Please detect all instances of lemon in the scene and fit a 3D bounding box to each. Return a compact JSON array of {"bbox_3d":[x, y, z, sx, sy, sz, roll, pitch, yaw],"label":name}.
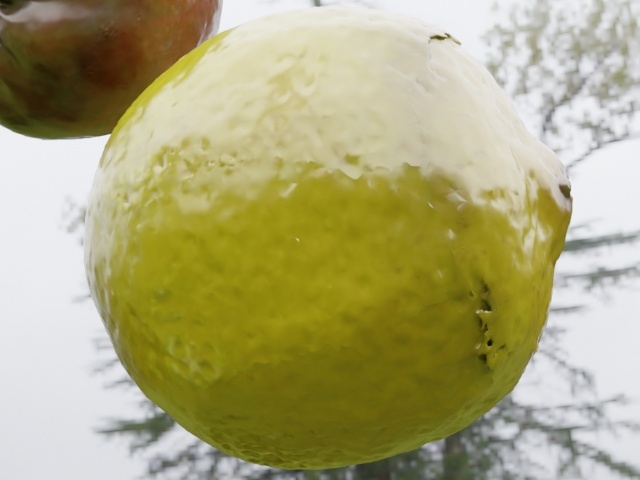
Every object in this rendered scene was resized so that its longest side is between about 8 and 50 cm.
[{"bbox_3d":[0.001,-0.001,0.819,0.293,0.293,0.293,-6,-13,-1],"label":"lemon"}]

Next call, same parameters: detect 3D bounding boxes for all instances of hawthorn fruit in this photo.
[{"bbox_3d":[-0.149,-0.176,0.979,0.199,0.199,0.251,-16,3,36],"label":"hawthorn fruit"}]
